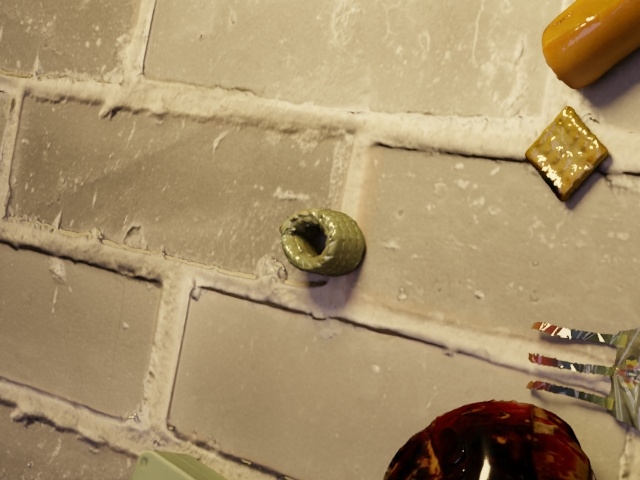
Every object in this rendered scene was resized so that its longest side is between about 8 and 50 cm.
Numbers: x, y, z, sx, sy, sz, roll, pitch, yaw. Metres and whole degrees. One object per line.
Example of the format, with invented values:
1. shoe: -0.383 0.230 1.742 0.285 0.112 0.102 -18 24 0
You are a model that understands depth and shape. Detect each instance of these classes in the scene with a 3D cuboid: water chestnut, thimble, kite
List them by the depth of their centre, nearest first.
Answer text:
1. water chestnut: 0.191 0.305 1.535 0.289 0.244 0.289 -42 27 28
2. kite: 0.321 0.141 1.582 0.245 0.015 0.141 8 86 44
3. thimble: 0.000 0.000 1.888 0.110 0.062 0.084 29 103 43

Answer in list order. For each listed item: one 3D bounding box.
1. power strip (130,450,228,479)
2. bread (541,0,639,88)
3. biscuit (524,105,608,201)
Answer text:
1. power strip: -0.205 0.435 1.971 0.229 0.141 0.261 24 98 45
2. bread: 0.332 -0.254 1.595 0.239 0.074 0.092 -38 63 34
3. biscuit: 0.276 -0.098 1.662 0.081 0.018 0.083 -52 52 25
